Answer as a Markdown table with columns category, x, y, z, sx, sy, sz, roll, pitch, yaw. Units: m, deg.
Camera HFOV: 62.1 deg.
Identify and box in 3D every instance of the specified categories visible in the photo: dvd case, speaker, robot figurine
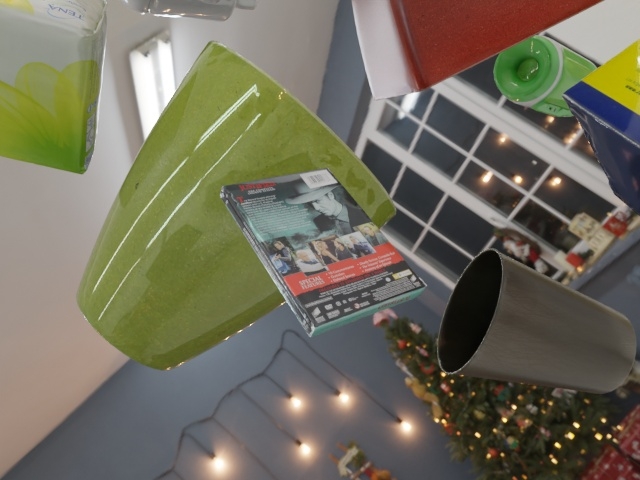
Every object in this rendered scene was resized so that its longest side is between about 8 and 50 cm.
| category | x | y | z | sx | sy | sz | roll | pitch | yaw |
| --- | --- | --- | --- | --- | --- | --- | --- | --- | --- |
| dvd case | 0.000 | 0.000 | 0.341 | 0.087 | 0.119 | 0.013 | -16 | -35 | -33 |
| speaker | 0.465 | -0.324 | 1.072 | 0.297 | 0.131 | 0.131 | -5 | -46 | -47 |
| robot figurine | -0.308 | -0.590 | 1.150 | 0.354 | 0.300 | 0.199 | -6 | -50 | -26 |

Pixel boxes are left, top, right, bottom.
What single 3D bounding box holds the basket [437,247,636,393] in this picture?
| category | x | y | z | sx | sy | sz | roll | pitch | yaw |
| --- | --- | --- | --- | --- | --- | --- | --- | --- | --- |
| basket | 0.319 | 0.133 | 0.780 | 0.154 | 0.227 | 0.204 | -87 | 14 | -61 |

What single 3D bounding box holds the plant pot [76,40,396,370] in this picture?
| category | x | y | z | sx | sy | sz | roll | pitch | yaw |
| --- | --- | --- | --- | --- | --- | --- | --- | --- | --- |
| plant pot | -0.116 | -0.010 | 0.590 | 0.293 | 0.275 | 0.275 | -49 | -14 | -1 |

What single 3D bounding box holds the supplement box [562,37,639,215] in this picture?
| category | x | y | z | sx | sy | sz | roll | pitch | yaw |
| --- | --- | --- | --- | --- | --- | --- | --- | --- | --- |
| supplement box | 0.492 | -0.167 | 0.558 | 0.356 | 0.194 | 0.195 | -36 | 32 | 16 |

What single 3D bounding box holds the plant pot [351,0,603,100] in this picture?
| category | x | y | z | sx | sy | sz | roll | pitch | yaw |
| --- | --- | --- | --- | --- | --- | --- | --- | --- | --- |
| plant pot | 0.173 | -0.365 | 0.734 | 0.267 | 0.235 | 0.267 | -26 | 14 | -1 |

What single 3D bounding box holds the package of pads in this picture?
| category | x | y | z | sx | sy | sz | roll | pitch | yaw |
| --- | --- | --- | --- | --- | --- | --- | --- | --- | --- |
| package of pads | -0.413 | -0.217 | 0.621 | 0.229 | 0.297 | 0.101 | 120 | 154 | -43 |
